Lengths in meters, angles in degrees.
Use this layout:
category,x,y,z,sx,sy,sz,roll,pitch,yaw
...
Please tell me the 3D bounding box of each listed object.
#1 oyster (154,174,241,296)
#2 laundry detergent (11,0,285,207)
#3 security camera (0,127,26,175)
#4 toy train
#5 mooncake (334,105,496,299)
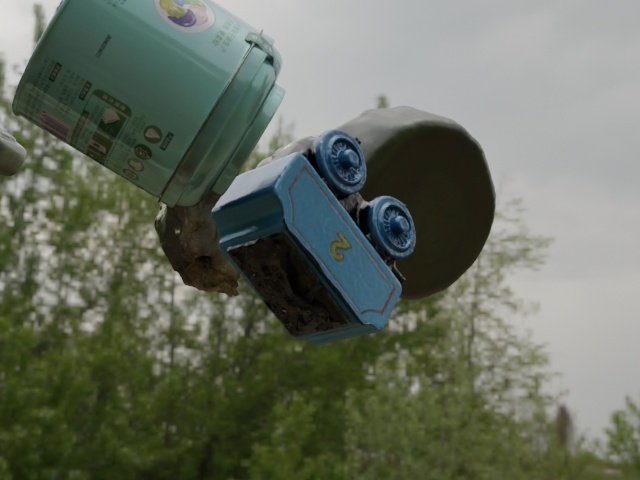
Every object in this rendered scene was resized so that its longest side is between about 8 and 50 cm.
category,x,y,z,sx,sy,sz,roll,pitch,yaw
oyster,-0.214,-0.029,1.922,0.197,0.133,0.337,31,-37,22
laundry detergent,-0.222,-0.215,1.487,0.305,0.287,0.287,32,-20,-8
security camera,-0.708,-0.226,2.056,0.301,0.080,0.157,30,1,16
toy train,0.000,0.000,1.639,0.188,0.265,0.300,-18,-61,40
mooncake,0.147,-0.076,2.000,0.356,0.357,0.194,11,8,-33
